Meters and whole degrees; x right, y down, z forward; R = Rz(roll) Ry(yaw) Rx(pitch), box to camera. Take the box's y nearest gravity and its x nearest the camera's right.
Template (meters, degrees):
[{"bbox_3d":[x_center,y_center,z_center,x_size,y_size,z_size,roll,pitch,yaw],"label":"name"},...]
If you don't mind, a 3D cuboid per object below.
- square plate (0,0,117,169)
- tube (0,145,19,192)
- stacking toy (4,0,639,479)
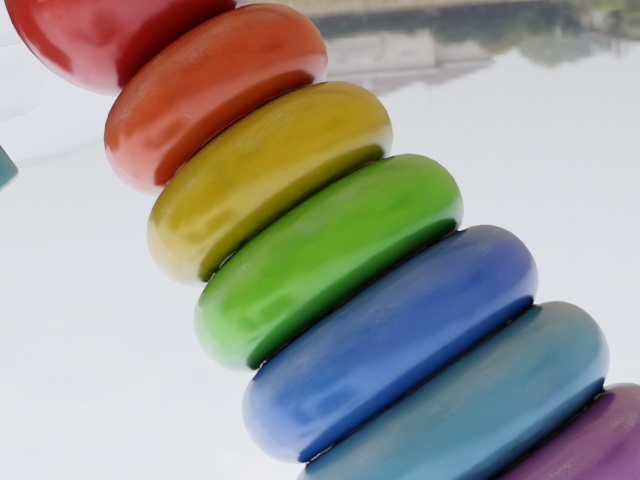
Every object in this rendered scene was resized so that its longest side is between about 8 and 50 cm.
[{"bbox_3d":[-0.210,-0.105,0.736,0.344,0.049,0.347,-16,164,-24],"label":"square plate"},{"bbox_3d":[-0.195,-0.090,0.471,0.052,0.207,0.080,-20,-158,48],"label":"tube"},{"bbox_3d":[0.000,0.000,0.450,0.141,0.330,0.141,-34,174,-4],"label":"stacking toy"}]
